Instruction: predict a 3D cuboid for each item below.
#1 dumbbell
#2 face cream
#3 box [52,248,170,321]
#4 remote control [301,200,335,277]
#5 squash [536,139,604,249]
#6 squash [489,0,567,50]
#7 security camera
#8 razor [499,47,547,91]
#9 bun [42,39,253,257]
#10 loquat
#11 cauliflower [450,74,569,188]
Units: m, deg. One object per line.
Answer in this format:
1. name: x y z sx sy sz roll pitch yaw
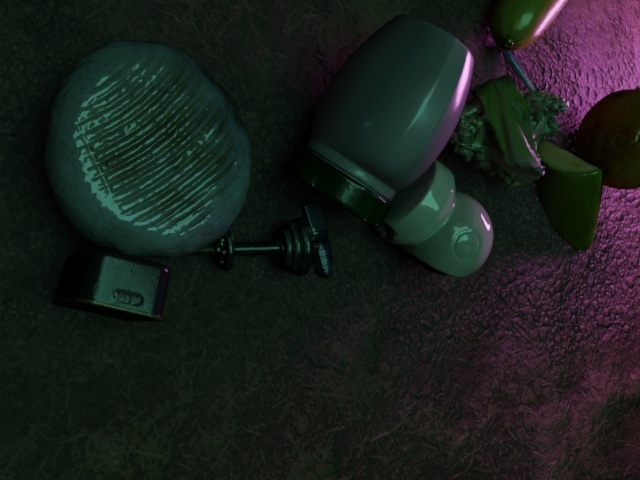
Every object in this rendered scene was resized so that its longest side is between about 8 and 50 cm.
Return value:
1. dumbbell: -0.120 0.015 1.524 0.255 0.110 0.110 -2 90 -24
2. face cream: 0.114 -0.225 1.536 0.219 0.312 0.357 32 94 -26
3. box: -0.338 0.074 1.342 0.145 0.201 0.090 16 78 -27
4. remote control: -0.001 0.000 1.630 0.044 0.027 0.152 -15 95 -21
5. squash: 0.564 -0.090 1.953 0.093 0.169 0.252 -32 138 -23
6. squash: 0.458 -0.518 1.837 0.132 0.132 0.247 48 69 -20
7. security camera: 0.243 -0.030 1.674 0.236 0.195 0.194 39 71 -23
8. razor: 0.449 -0.384 1.880 0.040 0.068 0.135 -40 96 -27
9. bun: -0.287 -0.144 1.366 0.362 0.211 0.361 -1 92 -29
10. loquat: 0.705 -0.232 1.919 0.193 0.238 0.238 24 78 -31
11. cauliflower: 0.396 -0.202 1.724 0.256 0.239 0.315 13 39 -27
